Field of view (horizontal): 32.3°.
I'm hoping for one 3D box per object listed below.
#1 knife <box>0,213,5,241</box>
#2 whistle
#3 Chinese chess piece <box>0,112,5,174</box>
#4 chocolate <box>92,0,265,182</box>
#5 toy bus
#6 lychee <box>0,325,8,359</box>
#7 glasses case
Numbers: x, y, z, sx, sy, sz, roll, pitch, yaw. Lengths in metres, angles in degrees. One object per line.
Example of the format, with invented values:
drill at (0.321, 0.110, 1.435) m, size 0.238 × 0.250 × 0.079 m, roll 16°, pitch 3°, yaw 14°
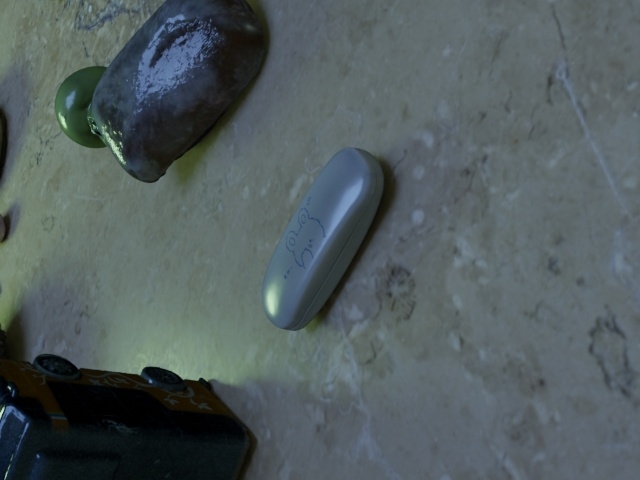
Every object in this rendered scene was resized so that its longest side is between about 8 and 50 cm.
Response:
knife at (-0.738, -0.010, 2.317) m, size 0.336 × 0.043 × 0.081 m, roll -16°, pitch 89°, yaw 53°
whistle at (-0.308, -0.199, 1.743) m, size 0.294 × 0.141 × 0.141 m, roll 17°, pitch 94°, yaw 35°
Chinese chess piece at (-0.772, -0.176, 2.371) m, size 0.270 × 0.112 × 0.270 m, roll -24°, pitch 60°, yaw 50°
chocolate at (-0.217, -0.232, 1.557) m, size 0.303 × 0.100 × 0.185 m, roll -45°, pitch 69°, yaw 26°
toy bus at (-0.264, 0.251, 1.335) m, size 0.194 × 0.323 × 0.162 m, roll 35°, pitch 108°, yaw 50°
lychee at (-0.718, 0.223, 2.024) m, size 0.300 × 0.300 × 0.300 m, roll -22°, pitch 62°, yaw 50°
glasses case at (0.000, 0.000, 1.270) m, size 0.233 × 0.059 × 0.092 m, roll -59°, pitch 37°, yaw 23°
